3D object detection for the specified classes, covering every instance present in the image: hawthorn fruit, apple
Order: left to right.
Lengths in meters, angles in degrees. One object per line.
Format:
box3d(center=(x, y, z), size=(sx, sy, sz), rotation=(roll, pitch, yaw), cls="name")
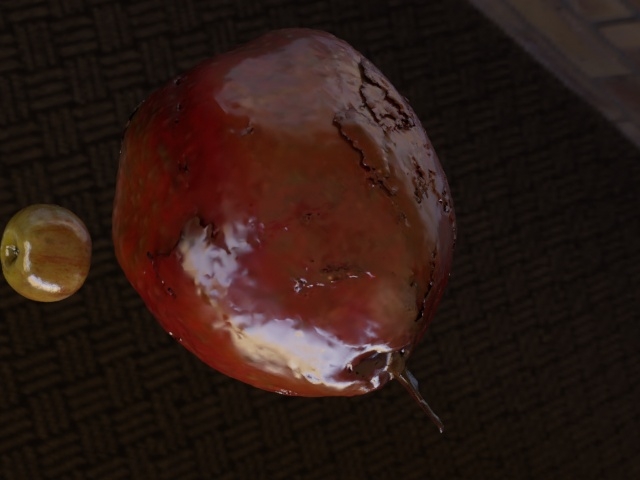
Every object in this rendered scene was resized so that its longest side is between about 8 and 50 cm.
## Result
box3d(center=(-0.233, 0.010, 1.188), size=(0.071, 0.084, 0.084), rotation=(10, 85, -37), cls="apple")
box3d(center=(0.000, 0.000, 0.714), size=(0.181, 0.235, 0.181), rotation=(-26, 144, -21), cls="hawthorn fruit")
